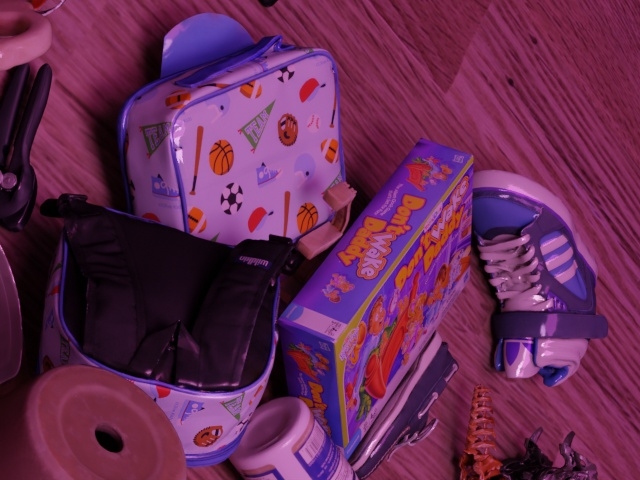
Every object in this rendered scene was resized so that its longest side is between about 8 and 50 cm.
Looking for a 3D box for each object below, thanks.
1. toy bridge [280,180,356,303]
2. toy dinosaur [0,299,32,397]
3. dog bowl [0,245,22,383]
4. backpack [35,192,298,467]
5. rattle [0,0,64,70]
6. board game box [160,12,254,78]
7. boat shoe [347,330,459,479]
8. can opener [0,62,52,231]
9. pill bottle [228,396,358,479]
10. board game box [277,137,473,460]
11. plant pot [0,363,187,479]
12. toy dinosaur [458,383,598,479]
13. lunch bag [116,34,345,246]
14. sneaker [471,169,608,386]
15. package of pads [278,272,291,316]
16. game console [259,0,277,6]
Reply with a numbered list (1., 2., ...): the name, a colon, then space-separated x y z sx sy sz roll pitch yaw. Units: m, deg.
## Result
1. toy bridge: 0.000 0.000 1.565 0.026 0.188 0.063 42 44 15
2. toy dinosaur: -0.307 0.154 1.329 0.053 0.092 0.183 6 81 -43
3. dog bowl: -0.446 0.091 1.195 0.349 0.102 0.349 7 80 -43
4. backpack: -0.168 0.104 1.323 0.276 0.263 0.213 11 116 -8
5. rattle: -0.320 -0.186 1.378 0.200 0.130 0.143 -65 143 -61
6. board game box: -0.144 -0.186 1.561 0.133 0.033 0.169 -7 111 -42
7. boat shoe: 0.107 0.225 1.732 0.079 0.095 0.254 49 44 -15
8. can opener: -0.321 -0.104 1.384 0.059 0.073 0.186 6 74 -5
9. pill bottle: -0.019 0.288 1.583 0.112 0.112 0.187 -51 120 -35
10. board game box: 0.078 0.071 1.654 0.347 0.078 0.233 -52 151 -35
11. plant pot: -0.230 0.228 1.087 0.263 0.229 0.263 32 31 -22
12. toy dinosaur: 0.272 0.365 1.845 0.218 0.164 0.322 -20 121 -28
13. lunch bag: -0.093 -0.103 1.525 0.303 0.115 0.243 -30 122 -43
14. sneaker: 0.293 0.074 1.901 0.323 0.130 0.236 43 53 -39
15. package of pads: -0.038 0.071 1.646 0.083 0.032 0.050 21 72 -41
16. game console: -0.073 -0.379 1.681 0.122 0.071 0.107 49 24 -30
